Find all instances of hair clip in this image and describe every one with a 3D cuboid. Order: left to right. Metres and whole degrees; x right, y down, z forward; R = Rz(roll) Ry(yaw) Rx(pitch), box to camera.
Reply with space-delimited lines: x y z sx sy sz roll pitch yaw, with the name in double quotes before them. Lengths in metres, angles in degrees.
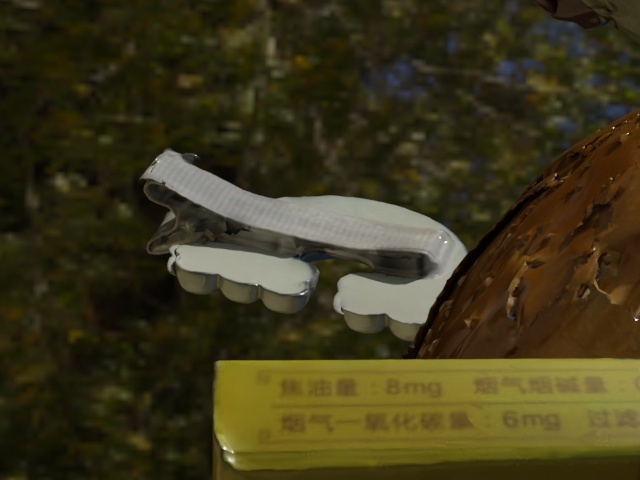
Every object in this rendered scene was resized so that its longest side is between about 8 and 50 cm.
"hair clip" 0.000 0.000 1.100 0.140 0.220 0.054 -54 154 -62

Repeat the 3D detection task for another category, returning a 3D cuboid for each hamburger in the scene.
"hamburger" 0.155 0.060 0.734 0.260 0.211 0.245 -57 -177 -36

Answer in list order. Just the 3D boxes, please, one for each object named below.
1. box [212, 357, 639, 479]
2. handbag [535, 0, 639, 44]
"box" 0.110 0.095 0.489 0.041 0.279 0.153 -95 -175 -49
"handbag" 0.240 -0.129 0.852 0.235 0.213 0.127 12 -77 46
